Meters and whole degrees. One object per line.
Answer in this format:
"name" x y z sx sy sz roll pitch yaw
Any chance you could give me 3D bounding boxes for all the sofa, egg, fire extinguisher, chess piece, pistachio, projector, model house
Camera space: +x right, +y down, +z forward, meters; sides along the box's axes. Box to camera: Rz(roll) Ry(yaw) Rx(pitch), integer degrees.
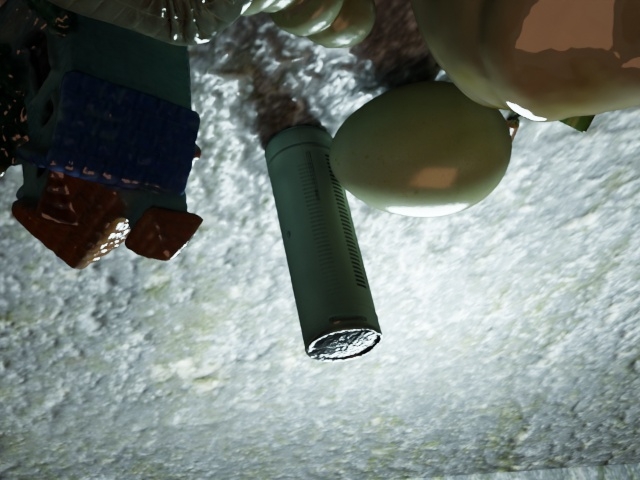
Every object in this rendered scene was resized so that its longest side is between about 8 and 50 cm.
"sofa" -0.173 -0.334 1.156 0.225 0.210 0.176 15 141 -34
"egg" 0.138 -0.124 1.592 0.254 0.188 0.188 -7 147 2
"fire extinguisher" 0.286 -0.165 1.733 0.028 0.022 0.083 -40 160 -30
"chess piece" -0.031 -0.295 1.344 0.133 0.133 0.243 -33 146 30
"pistachio" 0.288 -0.311 1.251 0.365 0.281 0.445 37 133 -8
"projector" 0.000 0.000 1.600 0.108 0.337 0.108 -9 149 -6
"model house" -0.282 -0.094 1.381 0.252 0.329 0.295 13 138 -38

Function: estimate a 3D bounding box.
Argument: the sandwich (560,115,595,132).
"sandwich" 0.369 -0.228 1.674 0.074 0.074 0.116 19 104 -38
